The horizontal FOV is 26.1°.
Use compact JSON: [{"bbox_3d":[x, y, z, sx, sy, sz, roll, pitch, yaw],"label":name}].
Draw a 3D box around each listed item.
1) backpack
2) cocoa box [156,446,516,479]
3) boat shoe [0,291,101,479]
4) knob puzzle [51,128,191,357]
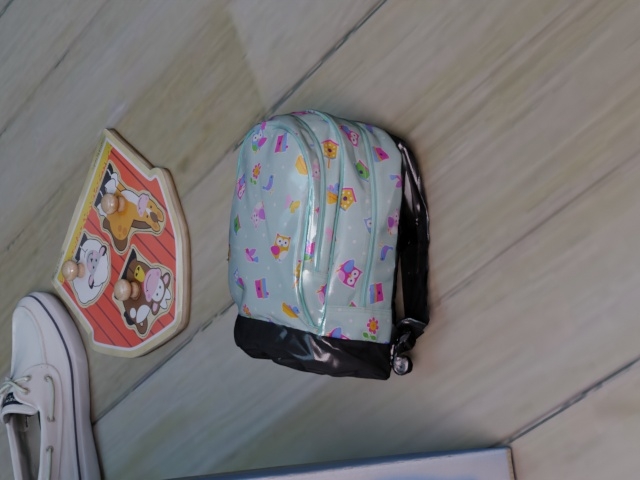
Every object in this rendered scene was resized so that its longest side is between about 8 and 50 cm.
[{"bbox_3d":[0.000,0.000,0.979,0.152,0.115,0.182,8,92,50],"label":"backpack"},{"bbox_3d":[-0.054,0.260,0.858,0.231,0.347,0.228,-17,76,45],"label":"cocoa box"},{"bbox_3d":[-0.261,0.152,1.284,0.083,0.075,0.226,-37,62,40],"label":"boat shoe"},{"bbox_3d":[-0.178,0.019,1.233,0.213,0.030,0.213,-2,87,47],"label":"knob puzzle"}]
